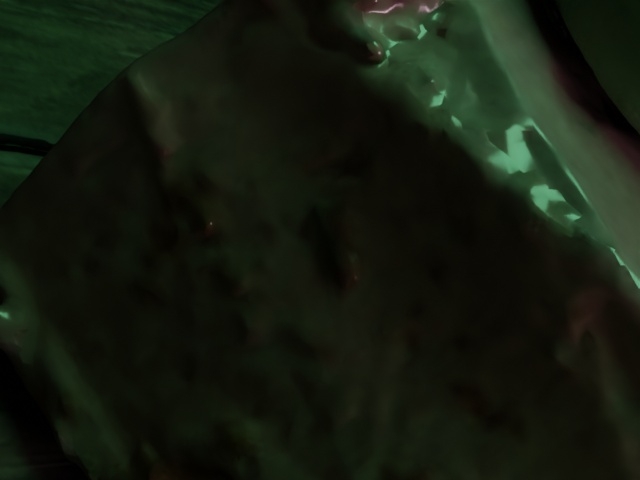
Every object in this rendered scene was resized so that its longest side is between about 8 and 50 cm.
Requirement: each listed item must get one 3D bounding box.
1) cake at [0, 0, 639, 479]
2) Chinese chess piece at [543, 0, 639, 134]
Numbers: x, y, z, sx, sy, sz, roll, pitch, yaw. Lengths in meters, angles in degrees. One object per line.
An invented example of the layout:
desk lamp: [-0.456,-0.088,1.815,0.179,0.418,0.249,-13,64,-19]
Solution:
cake: [0.046,0.022,0.686,0.314,0.306,0.293,54,30,3]
Chinese chess piece: [0.177,-0.099,0.614,0.188,0.083,0.188,30,41,-30]
